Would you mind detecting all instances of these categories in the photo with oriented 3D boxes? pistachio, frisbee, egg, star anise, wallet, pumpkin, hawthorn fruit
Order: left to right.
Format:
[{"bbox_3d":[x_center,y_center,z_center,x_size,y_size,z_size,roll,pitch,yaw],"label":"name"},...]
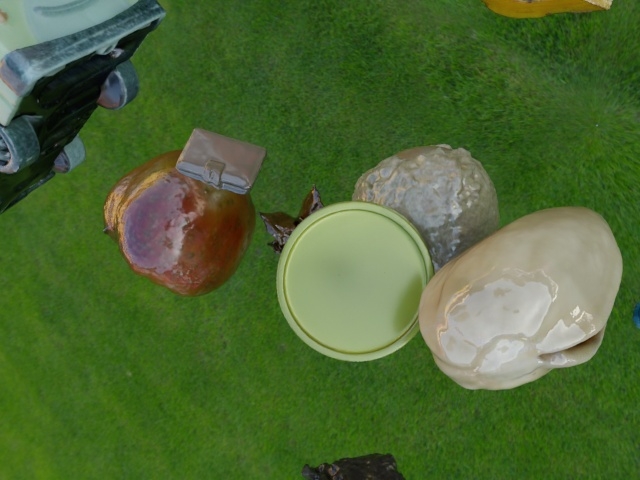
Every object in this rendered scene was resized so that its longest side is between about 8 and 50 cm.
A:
[{"bbox_3d":[-0.352,-0.069,1.349,0.402,0.402,0.403,7,104,27],"label":"hawthorn fruit"},{"bbox_3d":[-0.188,-0.151,0.964,0.152,0.118,0.039,20,148,1],"label":"wallet"},{"bbox_3d":[0.004,-0.003,1.288,0.346,0.148,0.237,27,116,-4],"label":"star anise"},{"bbox_3d":[0.052,0.058,0.742,0.235,0.017,0.236,0,84,-1],"label":"frisbee"},{"bbox_3d":[0.176,-0.028,0.888,0.279,0.279,0.310,32,140,19],"label":"egg"},{"bbox_3d":[0.267,0.065,0.663,0.213,0.318,0.194,26,139,37],"label":"pistachio"},{"bbox_3d":[0.414,-0.481,0.921,0.247,0.126,0.131,17,86,2],"label":"pumpkin"}]

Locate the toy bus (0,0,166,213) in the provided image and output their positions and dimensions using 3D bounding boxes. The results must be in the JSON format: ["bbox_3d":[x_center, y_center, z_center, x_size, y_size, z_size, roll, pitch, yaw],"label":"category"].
[{"bbox_3d":[-0.257,-0.122,0.380,0.276,0.134,0.165,-28,111,42],"label":"toy bus"}]

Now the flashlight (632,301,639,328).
[{"bbox_3d":[0.244,0.045,0.328,0.051,0.129,0.051,-1,83,9],"label":"flashlight"}]

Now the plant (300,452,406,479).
[{"bbox_3d":[0.025,0.377,0.683,0.131,0.203,0.143,-135,39,-56],"label":"plant"}]
